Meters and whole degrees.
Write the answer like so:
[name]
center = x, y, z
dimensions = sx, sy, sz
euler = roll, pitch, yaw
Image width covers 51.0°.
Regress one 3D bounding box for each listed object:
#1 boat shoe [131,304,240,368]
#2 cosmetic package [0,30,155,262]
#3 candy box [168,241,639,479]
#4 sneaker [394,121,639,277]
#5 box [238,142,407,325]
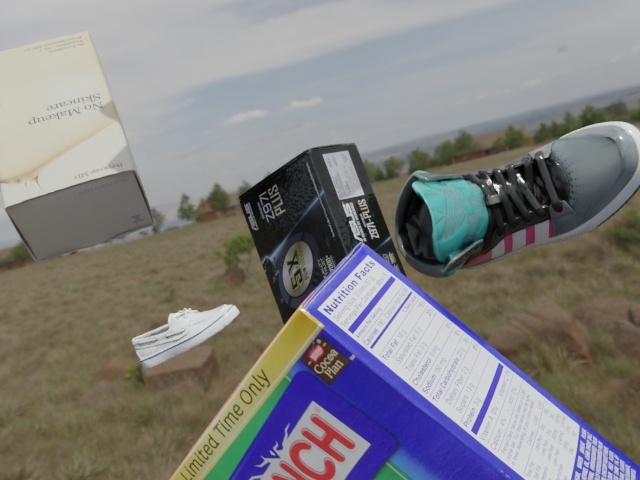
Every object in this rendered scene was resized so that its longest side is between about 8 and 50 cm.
[boat shoe]
center = -0.302, 0.194, 1.472
dimensions = 0.258, 0.084, 0.095
euler = -29, 8, 9
[cosmetic package]
center = -0.344, -0.137, 0.903
dimensions = 0.160, 0.309, 0.113
euler = -20, -37, -13
[candy box]
center = 0.064, 0.207, 0.524
dimensions = 0.268, 0.317, 0.122
euler = -55, -8, 32
[sneaker]
center = 0.189, -0.042, 0.736
dimensions = 0.178, 0.123, 0.295
euler = -5, -21, -42
[box]
center = 0.000, 0.000, 0.773
dimensions = 0.077, 0.180, 0.147
euler = -15, -8, -42
